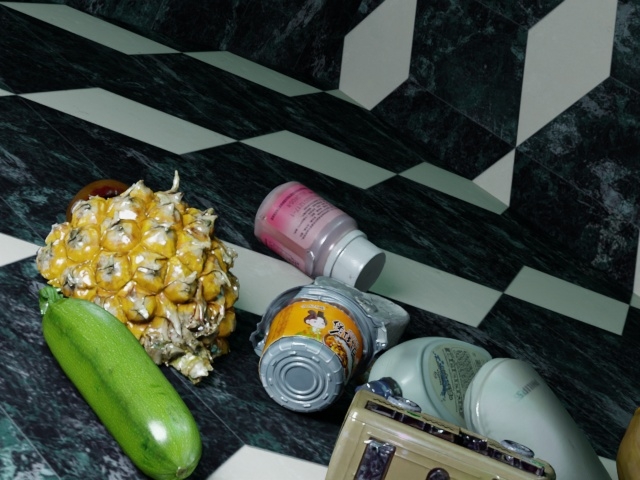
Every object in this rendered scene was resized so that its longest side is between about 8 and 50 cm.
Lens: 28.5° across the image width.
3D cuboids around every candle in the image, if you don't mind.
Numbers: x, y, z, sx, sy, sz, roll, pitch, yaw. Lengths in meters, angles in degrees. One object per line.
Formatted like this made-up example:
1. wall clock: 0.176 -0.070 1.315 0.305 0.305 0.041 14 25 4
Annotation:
1. candle: 0.064 0.137 2.217 0.192 0.068 0.168 20 18 -11

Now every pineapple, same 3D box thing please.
1. pineapple: -0.193 0.050 1.818 0.344 0.209 0.286 14 21 -43

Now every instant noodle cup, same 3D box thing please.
1. instant noodle cup: -0.016 0.169 1.835 0.178 0.208 0.125 62 24 -18

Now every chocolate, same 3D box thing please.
1. chocolate: -0.356 -0.040 2.064 0.124 0.127 0.133 53 -13 -30

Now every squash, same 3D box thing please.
1. squash: -0.254 0.166 1.556 0.101 0.101 0.378 11 21 -45

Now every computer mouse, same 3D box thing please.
1. computer mouse: 0.334 0.315 1.829 0.331 0.095 0.197 54 42 4

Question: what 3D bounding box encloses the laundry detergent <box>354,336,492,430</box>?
1. laundry detergent: 0.155 0.248 1.841 0.105 0.215 0.280 -16 -14 38

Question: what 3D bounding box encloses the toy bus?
1. toy bus: 0.156 0.306 1.630 0.289 0.139 0.157 22 6 6

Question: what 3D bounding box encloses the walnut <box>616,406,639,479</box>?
1. walnut: 0.677 0.383 2.016 0.397 0.308 0.354 35 51 25

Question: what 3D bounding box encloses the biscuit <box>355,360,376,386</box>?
1. biscuit: 0.138 0.235 2.102 0.205 0.031 0.138 21 17 -25

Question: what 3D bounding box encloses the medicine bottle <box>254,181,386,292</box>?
1. medicine bottle: 0.000 0.000 2.408 0.247 0.147 0.147 34 17 22
